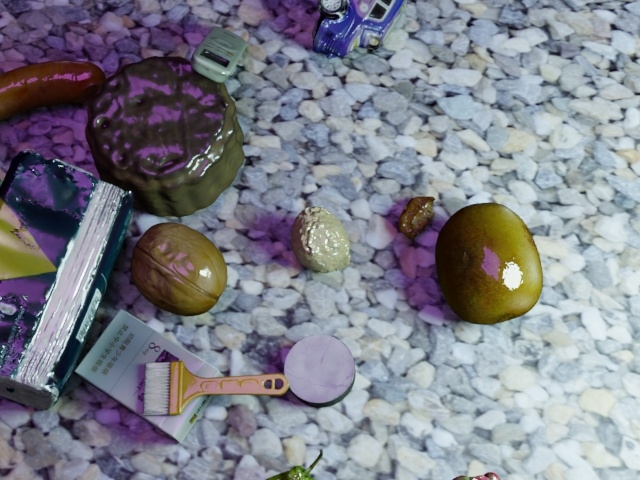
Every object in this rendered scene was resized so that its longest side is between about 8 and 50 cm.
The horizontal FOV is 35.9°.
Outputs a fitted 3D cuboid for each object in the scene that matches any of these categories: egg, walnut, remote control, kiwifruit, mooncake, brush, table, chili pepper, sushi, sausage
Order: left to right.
[{"bbox_3d":[-0.598,-0.333,2.149,0.271,0.109,0.109,-10,66,2],"label":"sausage"},{"bbox_3d":[-0.320,-0.220,2.026,0.324,0.187,0.324,-1,68,3],"label":"mooncake"},{"bbox_3d":[-0.276,0.056,1.915,0.207,0.167,0.167,32,73,18],"label":"walnut"},{"bbox_3d":[-0.194,0.269,1.823,0.272,0.013,0.103,-2,67,3],"label":"brush"},{"bbox_3d":[-0.211,-0.390,2.060,0.090,0.309,0.038,27,112,-7],"label":"remote control"},{"bbox_3d":[-0.063,0.450,1.773,0.204,0.073,0.072,-31,85,4],"label":"chili pepper"},{"bbox_3d":[0.000,0.000,1.937,0.118,0.116,0.140,-26,93,-29],"label":"egg"},{"bbox_3d":[0.000,0.247,1.869,0.133,0.043,0.133,-2,67,5],"label":"table"},{"bbox_3d":[0.195,-0.047,1.968,0.060,0.061,0.118,16,67,25],"label":"sushi"},{"bbox_3d":[0.312,0.039,1.848,0.196,0.196,0.234,-7,68,3],"label":"kiwifruit"}]

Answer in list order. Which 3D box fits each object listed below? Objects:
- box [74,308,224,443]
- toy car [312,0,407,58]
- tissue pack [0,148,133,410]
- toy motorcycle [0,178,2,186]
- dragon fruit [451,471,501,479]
[{"bbox_3d":[-0.324,0.258,1.884,0.243,0.067,0.155,30,74,17],"label":"box"},{"bbox_3d":[0.083,-0.488,2.121,0.158,0.172,0.235,33,77,3],"label":"toy car"},{"bbox_3d":[-0.532,0.077,1.856,0.253,0.264,0.416,22,69,-9],"label":"tissue pack"},{"bbox_3d":[-0.645,-0.080,2.061,0.190,0.074,0.106,21,61,15],"label":"toy motorcycle"},{"bbox_3d":[0.213,0.507,1.650,0.273,0.198,0.218,-31,42,-9],"label":"dragon fruit"}]
